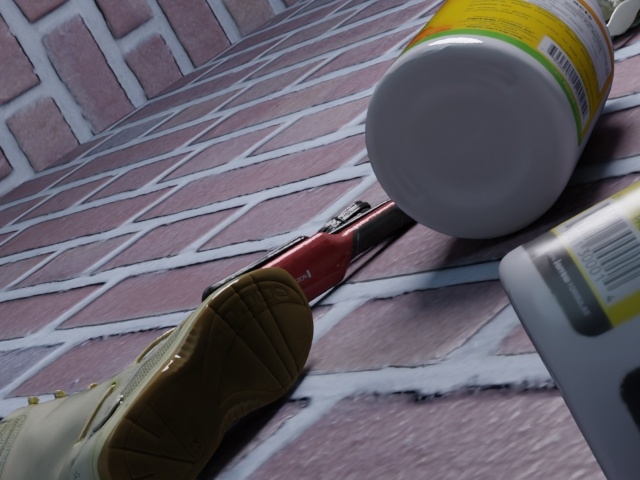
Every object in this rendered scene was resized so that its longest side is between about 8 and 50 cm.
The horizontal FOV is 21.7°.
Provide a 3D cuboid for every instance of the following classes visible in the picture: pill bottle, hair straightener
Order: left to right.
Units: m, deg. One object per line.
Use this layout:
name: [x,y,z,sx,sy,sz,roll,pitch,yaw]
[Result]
hair straightener: [0.000,0.000,1.216,0.230,0.047,0.089,-38,15,-33]
pill bottle: [0.128,-0.108,1.150,0.136,0.136,0.245,-23,14,27]
pill bottle: [0.182,0.010,0.617,0.209,0.119,0.119,-28,13,4]

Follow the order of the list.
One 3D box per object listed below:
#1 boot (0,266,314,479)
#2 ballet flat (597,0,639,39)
boot: [-0.111,0.099,1.021,0.165,0.077,0.213,-21,18,42]
ballet flat: [0.207,-0.173,1.404,0.188,0.070,0.070,-37,14,-17]
